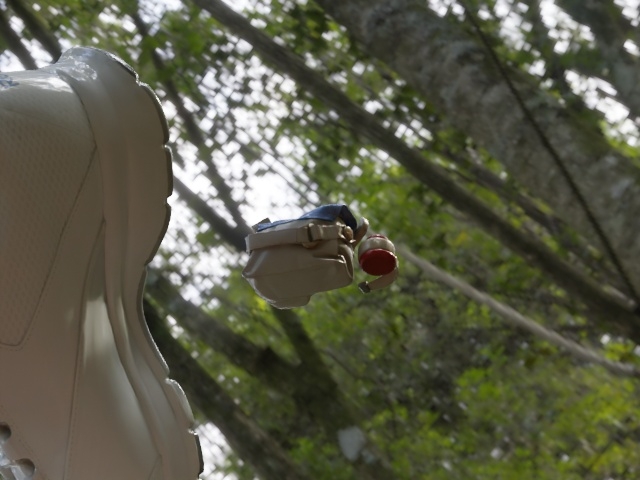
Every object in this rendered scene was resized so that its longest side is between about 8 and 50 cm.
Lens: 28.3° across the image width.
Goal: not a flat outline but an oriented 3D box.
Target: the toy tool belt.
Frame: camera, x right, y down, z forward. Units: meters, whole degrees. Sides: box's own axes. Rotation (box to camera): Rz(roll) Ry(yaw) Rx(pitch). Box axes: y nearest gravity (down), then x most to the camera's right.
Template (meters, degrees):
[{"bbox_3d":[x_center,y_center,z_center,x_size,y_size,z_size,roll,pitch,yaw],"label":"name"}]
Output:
[{"bbox_3d":[0.000,0.000,0.675,0.083,0.051,0.052,-13,-41,18],"label":"toy tool belt"}]

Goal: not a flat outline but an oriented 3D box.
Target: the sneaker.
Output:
[{"bbox_3d":[-0.139,0.059,0.614,0.129,0.111,0.297,-13,-81,-44],"label":"sneaker"}]
